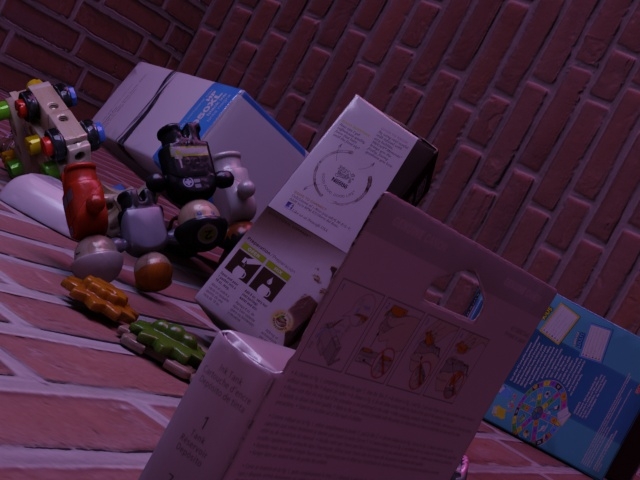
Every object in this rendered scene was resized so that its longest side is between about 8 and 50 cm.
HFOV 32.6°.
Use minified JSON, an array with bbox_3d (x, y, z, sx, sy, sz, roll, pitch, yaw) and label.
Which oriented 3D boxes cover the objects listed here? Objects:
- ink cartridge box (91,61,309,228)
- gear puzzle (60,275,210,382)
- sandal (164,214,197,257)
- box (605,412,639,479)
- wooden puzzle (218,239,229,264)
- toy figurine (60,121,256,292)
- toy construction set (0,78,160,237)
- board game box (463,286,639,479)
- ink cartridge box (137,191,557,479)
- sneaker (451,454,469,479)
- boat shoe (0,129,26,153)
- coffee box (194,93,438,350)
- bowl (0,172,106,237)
[{"bbox_3d":[-0.172,-0.126,1.785,0.285,0.166,0.395,42,-10,-34],"label":"ink cartridge box"},{"bbox_3d":[-0.111,0.113,1.111,0.339,0.044,0.175,28,3,9],"label":"gear puzzle"},{"bbox_3d":[-0.254,-0.017,1.994,0.090,0.060,0.219,28,2,-5],"label":"sandal"},{"bbox_3d":[0.522,0.334,2.054,0.203,0.167,0.168,29,2,16],"label":"box"},{"bbox_3d":[-0.030,0.095,2.034,0.322,0.080,0.348,27,0,-44],"label":"wooden puzzle"},{"bbox_3d":[-0.181,-0.025,1.291,0.209,0.213,0.148,32,41,-69],"label":"toy figurine"},{"bbox_3d":[-0.396,-0.128,1.702,0.327,0.215,0.151,36,49,26],"label":"toy construction set"},{"bbox_3d":[0.394,0.224,1.903,0.336,0.254,0.079,28,2,0],"label":"board game box"},{"bbox_3d":[0.029,0.098,0.716,0.060,0.239,0.275,30,3,35],"label":"ink cartridge box"},{"bbox_3d":[0.124,0.243,1.173,0.057,0.047,0.119,8,3,-7],"label":"sneaker"},{"bbox_3d":[-0.549,-0.178,2.023,0.066,0.066,0.183,27,3,-3],"label":"boat shoe"},{"bbox_3d":[0.000,0.000,1.265,0.119,0.297,0.168,36,-9,10],"label":"coffee box"},{"bbox_3d":[-0.371,-0.051,1.552,0.142,0.053,0.142,28,4,7],"label":"bowl"}]
